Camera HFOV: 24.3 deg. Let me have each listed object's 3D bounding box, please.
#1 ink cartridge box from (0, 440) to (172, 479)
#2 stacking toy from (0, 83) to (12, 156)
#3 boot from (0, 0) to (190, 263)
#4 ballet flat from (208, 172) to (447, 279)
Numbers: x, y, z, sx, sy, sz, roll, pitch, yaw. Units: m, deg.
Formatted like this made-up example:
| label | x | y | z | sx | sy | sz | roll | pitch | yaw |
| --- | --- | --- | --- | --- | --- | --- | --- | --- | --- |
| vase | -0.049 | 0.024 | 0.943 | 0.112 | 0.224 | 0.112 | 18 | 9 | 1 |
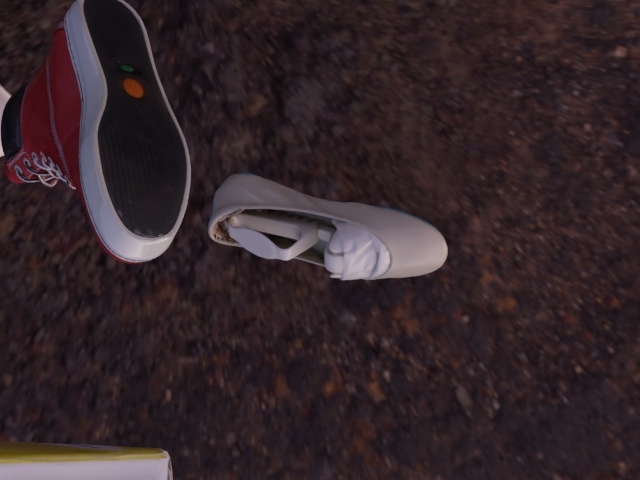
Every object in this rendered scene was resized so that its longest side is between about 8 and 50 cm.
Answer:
| label | x | y | z | sx | sy | sz | roll | pitch | yaw |
| --- | --- | --- | --- | --- | --- | --- | --- | --- | --- |
| ink cartridge box | -0.282 | 0.120 | 0.675 | 0.307 | 0.303 | 0.072 | 11 | 79 | -50 |
| stacking toy | -0.437 | -0.133 | 1.402 | 0.279 | 0.130 | 0.309 | -36 | 124 | -7 |
| boot | -0.193 | -0.056 | 1.202 | 0.088 | 0.244 | 0.176 | 12 | 139 | -37 |
| ballet flat | 0.000 | 0.000 | 1.485 | 0.248 | 0.086 | 0.086 | 14 | 100 | 18 |
